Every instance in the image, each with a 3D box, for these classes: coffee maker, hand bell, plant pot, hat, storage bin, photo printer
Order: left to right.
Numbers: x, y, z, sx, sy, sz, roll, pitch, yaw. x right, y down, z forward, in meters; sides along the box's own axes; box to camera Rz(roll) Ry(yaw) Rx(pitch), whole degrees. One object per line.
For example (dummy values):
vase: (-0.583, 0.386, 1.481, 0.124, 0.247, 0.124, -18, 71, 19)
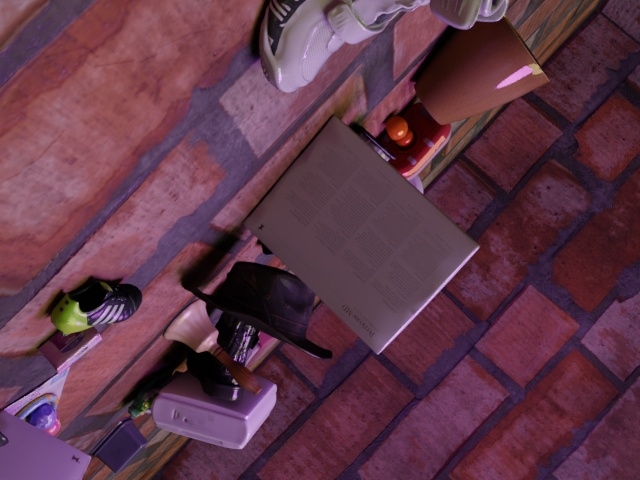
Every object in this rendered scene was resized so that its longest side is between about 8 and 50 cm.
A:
storage bin: (-0.539, 0.560, 1.951, 0.135, 0.091, 0.098, -46, 171, 0)
hand bell: (-0.224, 0.257, 1.611, 0.126, 0.242, 0.126, -45, 171, -9)
photo printer: (-0.257, 0.412, 1.850, 0.307, 0.256, 0.107, -27, 129, -76)
hat: (-0.101, 0.118, 1.455, 0.134, 0.331, 0.331, -64, 173, -8)
coffee maker: (0.071, -0.153, 1.594, 0.178, 0.120, 0.171, -48, 172, 9)
plant pot: (0.350, -0.386, 1.643, 0.254, 0.237, 0.237, -35, 176, 21)

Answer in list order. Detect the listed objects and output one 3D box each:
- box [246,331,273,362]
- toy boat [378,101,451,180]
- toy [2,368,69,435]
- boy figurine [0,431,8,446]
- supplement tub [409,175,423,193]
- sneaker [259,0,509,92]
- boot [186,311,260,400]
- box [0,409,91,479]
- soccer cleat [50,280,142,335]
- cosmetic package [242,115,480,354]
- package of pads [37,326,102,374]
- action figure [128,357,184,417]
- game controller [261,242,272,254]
box: (-0.225, 0.297, 2.139, 0.149, 0.127, 0.232, -51, 170, 26)
toy boat: (0.208, -0.259, 1.804, 0.231, 0.151, 0.151, -48, 140, 6)
toy: (-0.503, 0.334, 1.263, 0.137, 0.056, 0.237, -38, 167, -49)
boy figurine: (-0.549, 0.326, 0.916, 0.285, 0.092, 0.177, -45, 174, -30)
supplement tub: (0.191, -0.110, 2.090, 0.191, 0.191, 0.272, -45, 171, -9)
sneaker: (0.081, -0.277, 0.822, 0.366, 0.210, 0.137, -53, 169, 34)
boot: (-0.234, 0.229, 1.811, 0.348, 0.131, 0.260, -161, -98, -67)
box: (-0.543, 0.478, 1.133, 0.345, 0.168, 0.215, -51, -166, 24)
soccer cleat: (-0.317, 0.089, 1.057, 0.072, 0.060, 0.179, -52, 167, 23)
cosmetic package: (0.077, -0.012, 1.411, 0.284, 0.377, 0.097, -48, 170, 10)
package of pads: (-0.378, 0.156, 1.084, 0.083, 0.050, 0.032, -43, 165, -22)
action figure: (-0.429, 0.401, 1.855, 0.137, 0.063, 0.232, -61, 170, 19)
game controller: (-0.045, -0.028, 1.767, 0.166, 0.067, 0.319, -48, 170, 10)
